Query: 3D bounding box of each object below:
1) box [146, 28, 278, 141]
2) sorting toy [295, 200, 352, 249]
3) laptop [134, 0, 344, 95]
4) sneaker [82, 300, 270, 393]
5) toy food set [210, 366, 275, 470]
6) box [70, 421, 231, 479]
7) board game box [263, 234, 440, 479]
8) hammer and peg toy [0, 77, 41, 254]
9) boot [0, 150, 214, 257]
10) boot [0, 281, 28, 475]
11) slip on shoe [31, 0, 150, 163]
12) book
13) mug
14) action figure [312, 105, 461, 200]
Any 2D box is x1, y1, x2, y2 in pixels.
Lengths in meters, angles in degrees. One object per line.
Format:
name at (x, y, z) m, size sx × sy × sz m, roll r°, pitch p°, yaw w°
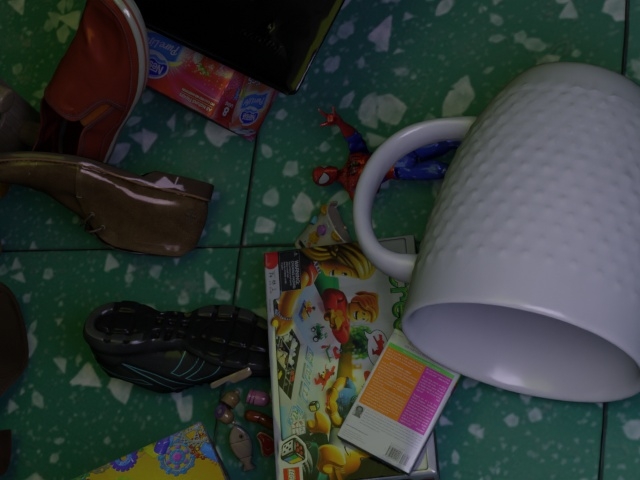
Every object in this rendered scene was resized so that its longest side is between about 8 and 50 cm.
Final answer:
box at (-0.184, -0.253, 1.979) m, size 0.256 × 0.122 × 0.128 m, roll 29°, pitch 93°, yaw 30°
sorting toy at (0.000, 0.000, 1.862) m, size 0.075 × 0.045 × 0.083 m, roll -40°, pitch 58°, yaw 27°
laptop at (-0.036, -0.418, 1.957) m, size 0.382 × 0.408 × 0.236 m, roll 29°, pitch 126°, yaw 29°
sneaker at (-0.169, 0.143, 1.852) m, size 0.267 × 0.106 × 0.101 m, roll 8°, pitch 44°, yaw 7°
toy food set at (-0.088, 0.223, 1.784) m, size 0.078 × 0.019 × 0.122 m, roll -24°, pitch 99°, yaw 8°
box at (-0.206, 0.412, 1.668) m, size 0.289 × 0.177 × 0.279 m, roll -23°, pitch 62°, yaw -5°
board game box at (0.036, 0.151, 1.753) m, size 0.192 × 0.053 × 0.305 m, roll -8°, pitch 68°, yaw 7°
hammer and peg toy at (-0.508, -0.113, 1.943) m, size 0.127 × 0.361 × 0.266 m, roll 24°, pitch 82°, yaw 15°
boot at (-0.302, -0.051, 1.912) m, size 0.305 × 0.112 × 0.115 m, roll 12°, pitch 89°, yaw -8°
boot at (-0.523, 0.203, 1.987) m, size 0.220 × 0.109 × 0.284 m, roll -7°, pitch 75°, yaw 26°
slip on shoe at (-0.315, -0.202, 1.933) m, size 0.123 × 0.101 × 0.331 m, roll 45°, pitch 133°, yaw 19°
book at (0.096, 0.189, 1.682) m, size 0.096 × 0.035 × 0.144 m, roll 27°, pitch 75°, yaw 15°
mug at (0.218, -0.029, 1.628) m, size 0.374 × 0.276 × 0.328 m, roll 10°, pitch 67°, yaw 18°
action figure at (0.106, -0.114, 1.802) m, size 0.280 × 0.139 × 0.092 m, roll -10°, pitch 66°, yaw 23°
